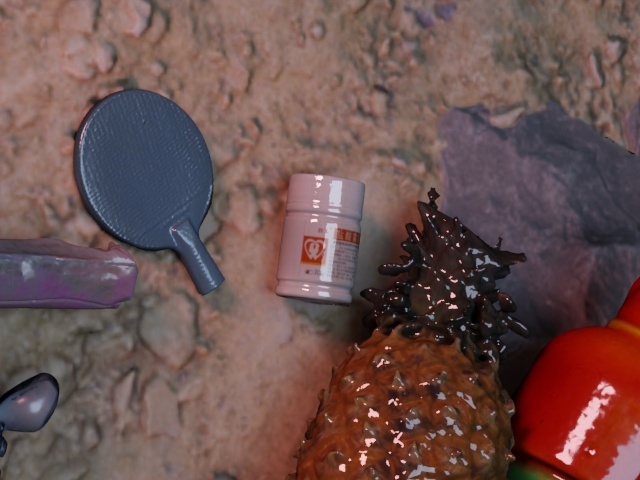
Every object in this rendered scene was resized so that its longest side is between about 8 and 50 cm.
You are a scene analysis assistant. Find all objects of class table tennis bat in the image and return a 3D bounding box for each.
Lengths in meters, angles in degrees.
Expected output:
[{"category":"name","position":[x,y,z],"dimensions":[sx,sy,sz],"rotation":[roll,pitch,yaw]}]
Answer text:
[{"category":"table tennis bat","position":[-0.110,-0.031,1.281],"dimensions":[0.100,0.019,0.155],"rotation":[-39,109,-27]}]

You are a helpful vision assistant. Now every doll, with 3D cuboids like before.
[{"category":"doll","position":[0.212,0.152,1.394],"dimensions":[0.363,0.160,0.182],"rotation":[-57,162,-2]}]

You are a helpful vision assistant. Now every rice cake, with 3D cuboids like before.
[{"category":"rice cake","position":[-0.236,0.021,1.177],"dimensions":[0.270,0.055,0.049],"rotation":[1,93,-36]}]

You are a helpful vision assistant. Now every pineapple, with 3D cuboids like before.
[{"category":"pineapple","position":[0.079,0.096,1.343],"dimensions":[0.158,0.158,0.278],"rotation":[35,60,-29]}]

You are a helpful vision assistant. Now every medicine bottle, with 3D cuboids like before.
[{"category":"medicine bottle","position":[0.000,0.000,1.330],"dimensions":[0.057,0.057,0.089],"rotation":[10,84,-33]}]

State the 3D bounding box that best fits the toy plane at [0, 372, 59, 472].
[{"category":"toy plane","position":[-0.284,0.115,1.130],"dimensions":[0.246,0.078,0.169],"rotation":[16,82,-32]}]
